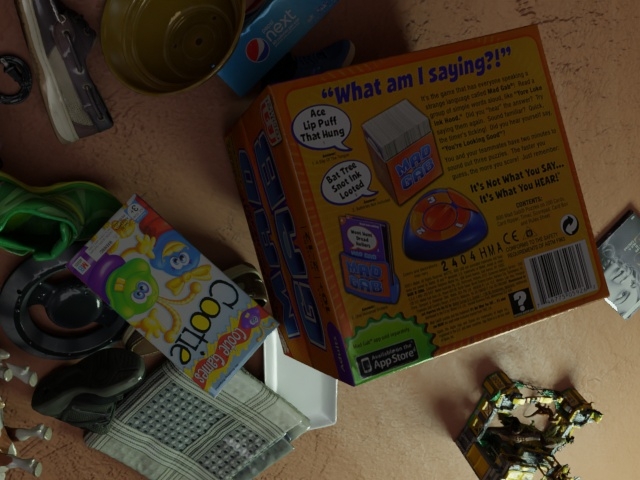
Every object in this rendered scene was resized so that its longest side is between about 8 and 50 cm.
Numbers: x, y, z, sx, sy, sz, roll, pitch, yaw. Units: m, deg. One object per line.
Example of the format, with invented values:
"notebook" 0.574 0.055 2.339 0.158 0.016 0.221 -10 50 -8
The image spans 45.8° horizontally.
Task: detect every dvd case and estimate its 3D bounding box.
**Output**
"dvd case" 0.645 0.057 1.585 0.221 0.018 0.164 37 100 -31

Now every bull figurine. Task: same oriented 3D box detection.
"bull figurine" -0.546 0.299 1.227 0.188 0.101 0.310 -4 116 9

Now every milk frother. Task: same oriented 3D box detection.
"milk frother" -0.449 -0.174 1.004 0.143 0.135 0.129 -42 148 9

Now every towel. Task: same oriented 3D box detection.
"towel" -0.218 0.358 1.402 0.312 0.056 0.324 -41 120 10

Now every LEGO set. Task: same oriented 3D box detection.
"LEGO set" 0.469 0.441 1.627 0.331 0.192 0.255 24 107 -29

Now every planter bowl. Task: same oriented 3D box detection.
"planter bowl" -0.184 -0.288 1.038 0.217 0.217 0.090 -45 161 8

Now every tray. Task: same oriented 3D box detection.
"tray" -0.039 0.254 1.444 0.145 0.030 0.270 -8 119 -15

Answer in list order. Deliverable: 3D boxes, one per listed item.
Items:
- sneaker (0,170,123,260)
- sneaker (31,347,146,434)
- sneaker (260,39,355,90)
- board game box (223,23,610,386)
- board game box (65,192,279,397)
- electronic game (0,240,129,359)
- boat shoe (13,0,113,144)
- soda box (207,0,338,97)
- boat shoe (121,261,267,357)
"sneaker" -0.384 -0.020 1.068 0.109 0.123 0.295 -45 160 19
"sneaker" -0.361 0.256 1.277 0.227 0.087 0.130 -26 135 22
"sneaker" -0.023 -0.267 1.151 0.152 0.058 0.084 -39 131 11
"board game box" 0.105 -0.044 1.054 0.356 0.356 0.356 -16 92 -15
"board game box" -0.211 0.083 1.114 0.275 0.142 0.144 42 80 -2
"electronic game" -0.397 0.101 1.223 0.229 0.048 0.229 -14 126 -19
"boat shoe" -0.346 -0.267 1.017 0.092 0.103 0.285 -16 125 -16
"soda box" -0.071 -0.313 1.104 0.210 0.067 0.071 -44 122 7
"boat shoe" -0.206 0.133 1.262 0.257 0.095 0.095 -31 144 -4
